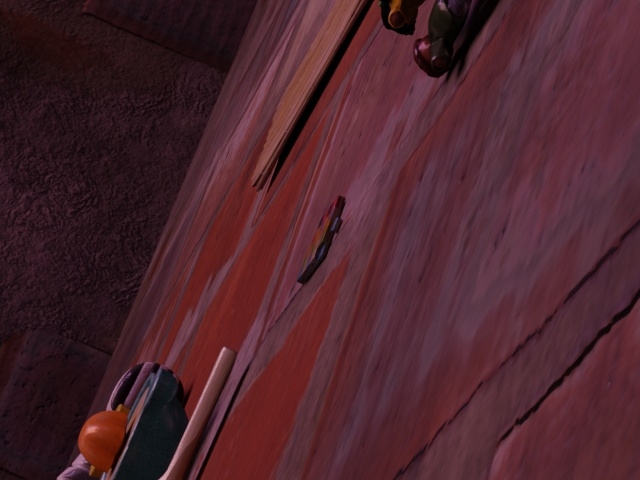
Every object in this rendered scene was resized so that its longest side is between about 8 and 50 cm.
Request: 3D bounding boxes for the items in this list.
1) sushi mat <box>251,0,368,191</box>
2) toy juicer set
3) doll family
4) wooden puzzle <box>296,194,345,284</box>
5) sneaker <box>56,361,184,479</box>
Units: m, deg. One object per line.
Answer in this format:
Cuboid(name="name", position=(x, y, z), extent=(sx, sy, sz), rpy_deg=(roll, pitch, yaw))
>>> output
Cuboid(name="sushi mat", position=(0.008, -0.193, 1.798), extent=(0.316, 0.019, 0.151), rpy_deg=(-58, 9, 44))
Cuboid(name="toy juicer set", position=(-0.166, 0.205, 1.496), extent=(0.329, 0.089, 0.209), rpy_deg=(132, 161, -67))
Cuboid(name="doll family", position=(0.071, -0.177, 1.103), extent=(0.111, 0.076, 0.193), rpy_deg=(116, 179, -48))
Cuboid(name="wooden puzzle", position=(0.000, 0.000, 1.279), extent=(0.083, 0.006, 0.049), rpy_deg=(126, 166, -58))
Cuboid(name="sneaker", position=(-0.201, 0.229, 1.761), extent=(0.229, 0.086, 0.132), rpy_deg=(-57, 0, -15))
